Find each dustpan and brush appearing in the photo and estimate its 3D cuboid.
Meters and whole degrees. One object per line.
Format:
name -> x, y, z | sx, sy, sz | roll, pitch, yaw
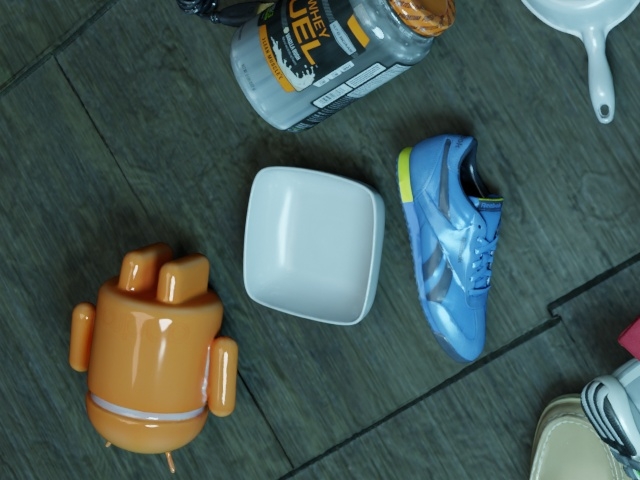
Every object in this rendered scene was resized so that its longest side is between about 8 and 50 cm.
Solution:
dustpan and brush -> 0.227, -0.207, 1.633 | 0.147, 0.060, 0.211 | -9, 79, 15

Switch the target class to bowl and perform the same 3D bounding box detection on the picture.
bowl -> 0.000, 0.000, 1.808 | 0.142, 0.053, 0.142 | 13, 106, 28

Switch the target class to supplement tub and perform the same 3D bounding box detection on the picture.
supplement tub -> 0.021, -0.187, 1.726 | 0.190, 0.117, 0.117 | -30, 83, 31

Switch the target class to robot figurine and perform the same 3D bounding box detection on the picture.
robot figurine -> -0.166, 0.115, 1.884 | 0.158, 0.128, 0.219 | 5, 105, -14

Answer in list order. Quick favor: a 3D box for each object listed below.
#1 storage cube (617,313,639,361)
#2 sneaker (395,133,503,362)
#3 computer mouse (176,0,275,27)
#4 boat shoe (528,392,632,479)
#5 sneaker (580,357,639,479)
storage cube -> 0.390, 0.058, 1.503 | 0.183, 0.215, 0.193 | 47, 125, 14
sneaker -> 0.129, 0.007, 1.725 | 0.082, 0.069, 0.209 | -10, 93, 28
computer mouse -> -0.053, -0.297, 1.783 | 0.262, 0.060, 0.184 | -6, 95, 31
boat shoe -> 0.231, 0.309, 1.693 | 0.122, 0.110, 0.341 | 1, 99, 30
sneaker -> 0.328, 0.179, 1.632 | 0.228, 0.132, 0.086 | 58, 166, -24
